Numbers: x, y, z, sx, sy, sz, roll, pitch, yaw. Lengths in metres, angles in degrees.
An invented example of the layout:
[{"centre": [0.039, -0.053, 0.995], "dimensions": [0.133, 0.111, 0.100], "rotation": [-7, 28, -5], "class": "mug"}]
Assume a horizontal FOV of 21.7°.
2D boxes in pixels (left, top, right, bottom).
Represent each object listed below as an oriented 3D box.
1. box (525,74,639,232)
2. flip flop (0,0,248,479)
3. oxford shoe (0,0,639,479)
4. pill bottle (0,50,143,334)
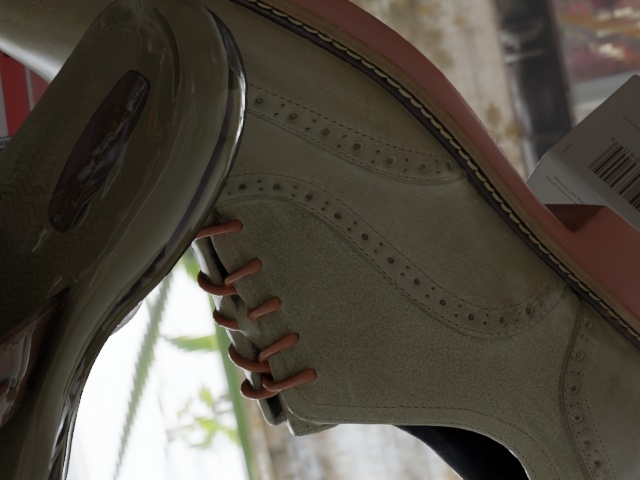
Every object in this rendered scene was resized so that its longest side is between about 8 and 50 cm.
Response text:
[{"centre": [0.176, -0.018, 0.960], "dimensions": [0.102, 0.101, 0.087], "rotation": [-39, 165, -37], "class": "box"}, {"centre": [-0.123, 0.031, 0.578], "dimensions": [0.112, 0.277, 0.080], "rotation": [39, -169, 38], "class": "flip flop"}, {"centre": [0.000, 0.000, 0.696], "dimensions": [0.147, 0.397, 0.140], "rotation": [-60, -164, -12], "class": "oxford shoe"}, {"centre": [-0.240, -0.111, 1.171], "dimensions": [0.210, 0.363, 0.210], "rotation": [-3, -159, 1], "class": "pill bottle"}]
